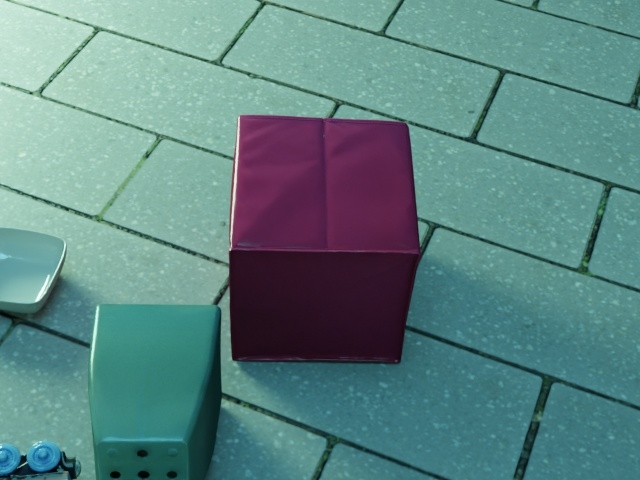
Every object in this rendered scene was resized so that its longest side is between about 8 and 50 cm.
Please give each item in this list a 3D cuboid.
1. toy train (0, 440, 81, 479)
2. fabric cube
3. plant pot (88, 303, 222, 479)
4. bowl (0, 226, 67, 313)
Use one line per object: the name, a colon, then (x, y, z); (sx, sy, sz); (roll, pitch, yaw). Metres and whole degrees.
toy train: (-0.393, 0.314, 1.298); (0.184, 0.080, 0.105); (-4, 54, -8)
fabric cube: (0.000, 0.000, 1.494); (0.259, 0.254, 0.258); (2, 47, -4)
plant pot: (-0.212, 0.213, 1.300); (0.165, 0.165, 0.234); (1, 30, -3)
bowl: (-0.457, 0.050, 1.548); (0.142, 0.053, 0.142); (10, 49, 4)
